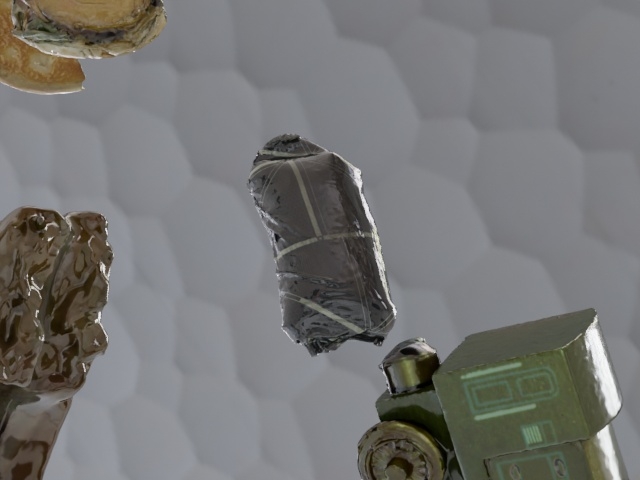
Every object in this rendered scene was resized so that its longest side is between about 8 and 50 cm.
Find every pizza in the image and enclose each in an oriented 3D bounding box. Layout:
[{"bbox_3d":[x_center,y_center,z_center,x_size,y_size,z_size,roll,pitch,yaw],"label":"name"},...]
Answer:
[{"bbox_3d":[-0.404,-0.269,1.823,0.127,0.246,0.058,-62,-169,-6],"label":"pizza"}]

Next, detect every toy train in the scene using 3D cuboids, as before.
[{"bbox_3d":[0.110,0.153,0.762,0.137,0.225,0.090,-16,-172,25],"label":"toy train"}]

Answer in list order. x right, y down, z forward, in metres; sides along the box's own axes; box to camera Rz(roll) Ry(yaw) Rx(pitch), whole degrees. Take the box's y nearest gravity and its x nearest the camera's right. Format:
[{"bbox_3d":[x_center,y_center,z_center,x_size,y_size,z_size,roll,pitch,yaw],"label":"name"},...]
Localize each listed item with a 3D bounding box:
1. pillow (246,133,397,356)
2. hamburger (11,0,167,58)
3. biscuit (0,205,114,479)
[{"bbox_3d":[0.000,0.000,1.891,0.162,0.335,0.092,-4,149,-16],"label":"pillow"},{"bbox_3d":[-0.246,-0.217,1.405,0.102,0.176,0.087,-60,165,-21],"label":"hamburger"},{"bbox_3d":[-0.224,0.171,0.937,0.115,0.366,0.268,19,141,-25],"label":"biscuit"}]
